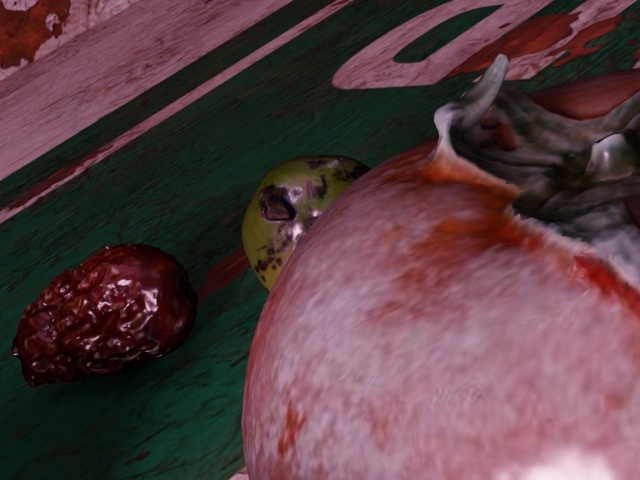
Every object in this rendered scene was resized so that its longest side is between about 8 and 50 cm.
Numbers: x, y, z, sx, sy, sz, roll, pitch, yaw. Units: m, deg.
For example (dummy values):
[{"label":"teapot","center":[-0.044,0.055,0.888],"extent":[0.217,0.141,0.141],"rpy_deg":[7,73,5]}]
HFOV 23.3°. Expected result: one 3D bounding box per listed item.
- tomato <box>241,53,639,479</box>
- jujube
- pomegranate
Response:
[{"label":"tomato","center":[0.126,0.066,0.578],"extent":[0.317,0.282,0.316],"rpy_deg":[-16,20,6]},{"label":"jujube","center":[-0.172,0.057,1.227],"extent":[0.166,0.104,0.104],"rpy_deg":[-15,22,27]},{"label":"pomegranate","center":[0.000,0.000,1.170],"extent":[0.122,0.122,0.161],"rpy_deg":[-29,-8,-13]}]
